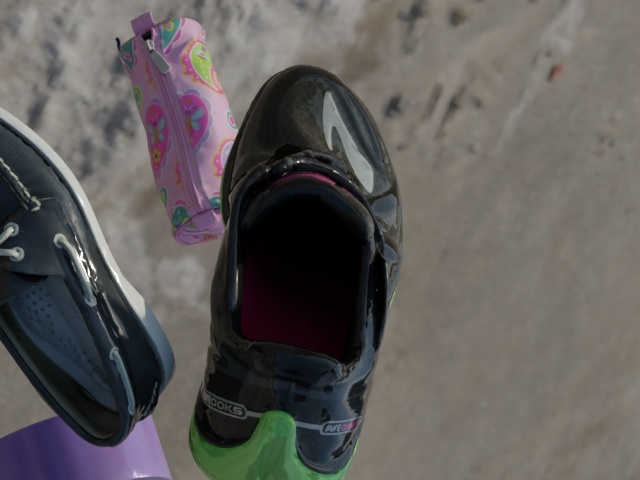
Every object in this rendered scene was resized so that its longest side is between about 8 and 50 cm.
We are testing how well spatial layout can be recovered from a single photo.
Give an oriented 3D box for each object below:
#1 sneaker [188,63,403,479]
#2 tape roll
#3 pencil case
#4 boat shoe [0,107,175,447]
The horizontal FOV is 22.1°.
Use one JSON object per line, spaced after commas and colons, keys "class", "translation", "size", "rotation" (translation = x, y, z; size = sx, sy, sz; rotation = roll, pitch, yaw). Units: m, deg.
{"class": "sneaker", "translation": [0.000, 0.000, 1.411], "size": [0.483, 0.185, 0.202], "rotation": [-88, -168, -46]}
{"class": "tape roll", "translation": [-0.247, 0.233, 1.619], "size": [0.189, 0.080, 0.189], "rotation": [-18, 163, -6]}
{"class": "pencil case", "translation": [-0.164, -0.139, 2.018], "size": [0.124, 0.284, 0.124], "rotation": [-16, 165, -4]}
{"class": "boat shoe", "translation": [-0.219, 0.024, 1.252], "size": [0.302, 0.114, 0.091], "rotation": [52, 33, -16]}
